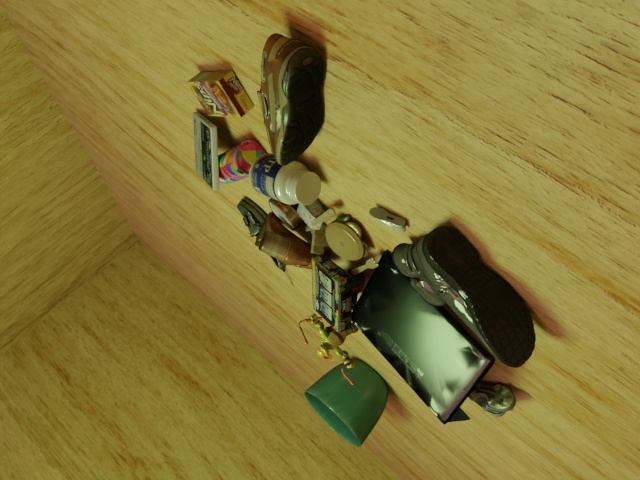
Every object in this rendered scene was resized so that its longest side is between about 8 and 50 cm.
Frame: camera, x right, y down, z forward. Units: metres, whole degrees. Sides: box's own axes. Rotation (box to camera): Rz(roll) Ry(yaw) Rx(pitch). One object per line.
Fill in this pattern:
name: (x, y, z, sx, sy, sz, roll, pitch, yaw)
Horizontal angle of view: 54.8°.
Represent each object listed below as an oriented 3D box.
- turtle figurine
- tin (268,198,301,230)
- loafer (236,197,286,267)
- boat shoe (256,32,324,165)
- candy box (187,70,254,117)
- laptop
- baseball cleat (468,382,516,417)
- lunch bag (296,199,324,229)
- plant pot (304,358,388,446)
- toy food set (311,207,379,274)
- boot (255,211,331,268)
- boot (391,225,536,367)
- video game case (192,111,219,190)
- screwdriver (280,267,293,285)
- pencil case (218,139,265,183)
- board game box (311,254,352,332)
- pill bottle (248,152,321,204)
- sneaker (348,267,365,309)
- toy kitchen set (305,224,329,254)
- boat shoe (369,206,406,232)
turtle figurine: (0.064, 0.309, 1.974, 0.269, 0.217, 0.087, 49, 160, -7)
tin: (-0.103, -0.081, 1.783, 0.106, 0.040, 0.190, 49, 174, 6)
loafer: (-0.190, -0.024, 2.046, 0.267, 0.084, 0.096, 46, 159, 2)
boat shoe: (-0.069, -0.294, 1.289, 0.120, 0.122, 0.324, 45, 152, 19)
candy box: (-0.258, -0.374, 1.581, 0.186, 0.053, 0.109, 19, 147, 53)
laptop: (0.292, 0.269, 1.658, 0.382, 0.236, 0.408, 46, 133, 28)
baseball cleat: (0.471, 0.426, 1.632, 0.109, 0.072, 0.206, 42, 170, -10)
lunch bag: (-0.020, -0.074, 1.669, 0.083, 0.053, 0.071, 52, 159, 14)
plant pot: (0.122, 0.606, 2.387, 0.293, 0.235, 0.293, 39, 158, 20)
toy food set: (0.070, -0.003, 1.611, 0.192, 0.038, 0.132, 51, 146, -7)
boot: (-0.079, 0.011, 1.895, 0.220, 0.109, 0.283, 22, -173, -14)
boot: (0.307, 0.123, 1.343, 0.338, 0.118, 0.223, 57, 163, 3)
video game case: (-0.337, -0.264, 1.815, 0.173, 0.022, 0.191, 42, 136, 52)
screwdriver: (-0.126, 0.122, 2.291, 0.025, 0.024, 0.170, -2, 142, 26)
pencil case: (-0.232, -0.217, 1.757, 0.104, 0.104, 0.236, 53, 160, -17)
board game box: (0.031, 0.146, 1.705, 0.141, 0.048, 0.170, 41, 139, 49)
pill bottle: (-0.088, -0.153, 1.571, 0.186, 0.112, 0.112, 23, 150, 45)
sneaker: (0.070, 0.157, 1.809, 0.276, 0.097, 0.135, 155, 101, -70)
toy kitchen set: (0.000, 0.000, 1.753, 0.068, 0.083, 0.075, 9, 172, -22)
boat shoe: (0.154, -0.045, 1.412, 0.100, 0.035, 0.035, 24, 148, 33)
